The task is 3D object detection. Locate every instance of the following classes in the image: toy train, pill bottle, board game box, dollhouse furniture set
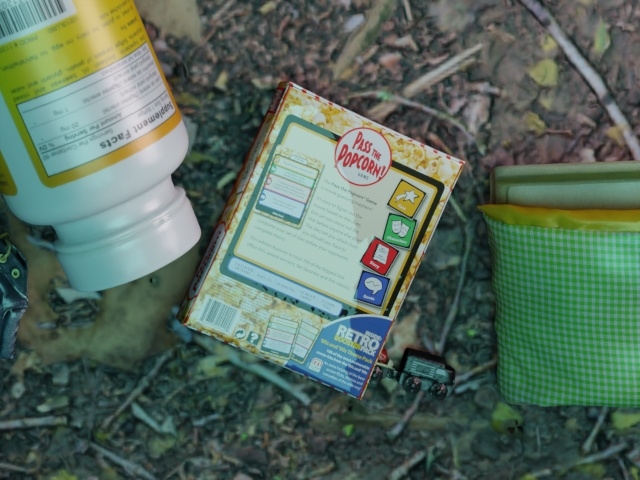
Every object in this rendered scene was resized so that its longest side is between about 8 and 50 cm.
[{"bbox_3d":[0.029,0.086,1.381,0.158,0.027,0.036,16,99,-11],"label":"toy train"},{"bbox_3d":[-0.174,-0.095,1.253,0.136,0.136,0.245,-22,106,-2],"label":"pill bottle"},{"bbox_3d":[0.000,0.000,1.331,0.147,0.045,0.193,24,90,-12],"label":"board game box"},{"bbox_3d":[0.257,0.044,1.289,0.302,0.151,0.197,-2,104,15],"label":"dollhouse furniture set"}]

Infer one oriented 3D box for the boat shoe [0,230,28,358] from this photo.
[{"bbox_3d":[-0.249,-0.002,1.307,0.083,0.065,0.183,7,109,-10],"label":"boat shoe"}]
